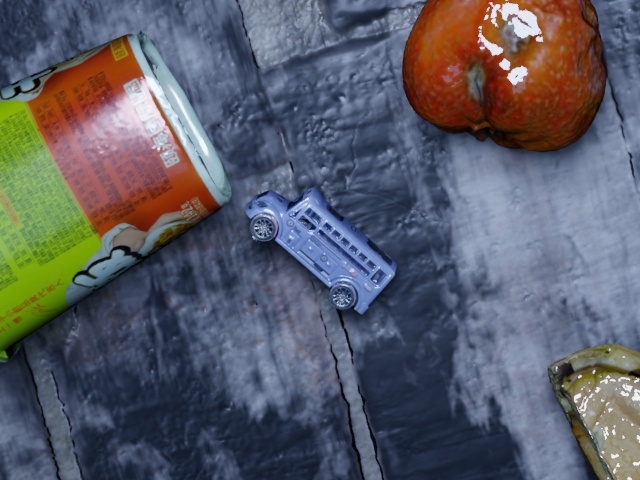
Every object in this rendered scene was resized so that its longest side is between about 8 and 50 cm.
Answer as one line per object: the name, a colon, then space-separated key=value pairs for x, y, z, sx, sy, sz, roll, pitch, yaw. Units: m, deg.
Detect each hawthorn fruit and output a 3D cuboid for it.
hawthorn fruit: x=0.196 y=-0.215 z=1.797 sx=0.207 sy=0.207 sz=0.243 roll=17 pitch=89 yaw=2

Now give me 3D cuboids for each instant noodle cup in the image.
instant noodle cup: x=-0.269 y=-0.058 z=1.837 sx=0.308 sy=0.294 sz=0.294 roll=-29 pitch=97 yaw=2

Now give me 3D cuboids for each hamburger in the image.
hamburger: x=0.335 y=0.194 z=1.901 sx=0.155 sy=0.135 sz=0.207 roll=-35 pitch=81 yaw=-6

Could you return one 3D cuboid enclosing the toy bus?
toy bus: x=0.000 y=0.000 z=1.907 sx=0.167 sy=0.073 sz=0.076 roll=41 pitch=103 yaw=-5
